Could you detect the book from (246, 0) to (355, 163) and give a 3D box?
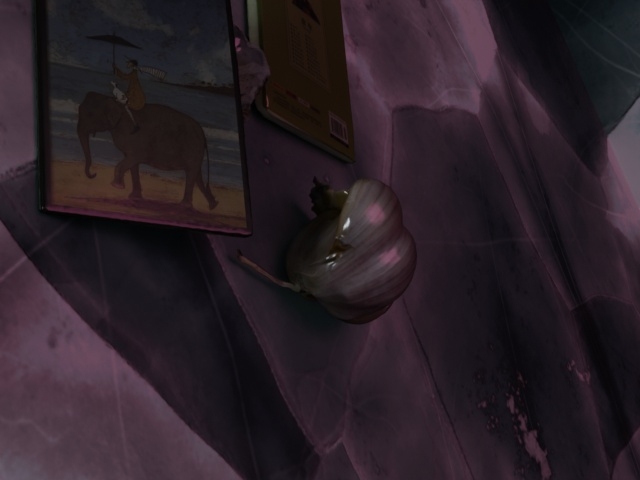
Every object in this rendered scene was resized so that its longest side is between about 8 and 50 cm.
[{"bbox_3d":[-0.029,-0.305,1.764,0.239,0.035,0.352,26,51,-49],"label":"book"}]

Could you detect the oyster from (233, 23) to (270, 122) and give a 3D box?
[{"bbox_3d":[-0.137,-0.202,1.496,0.199,0.087,0.252,21,52,-45],"label":"oyster"}]

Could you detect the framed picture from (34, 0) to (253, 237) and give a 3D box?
[{"bbox_3d":[-0.210,-0.175,1.358,0.265,0.016,0.346,8,64,-31],"label":"framed picture"}]

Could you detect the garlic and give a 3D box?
[{"bbox_3d":[0.000,0.000,1.565,0.257,0.207,0.207,8,61,-16],"label":"garlic"}]
